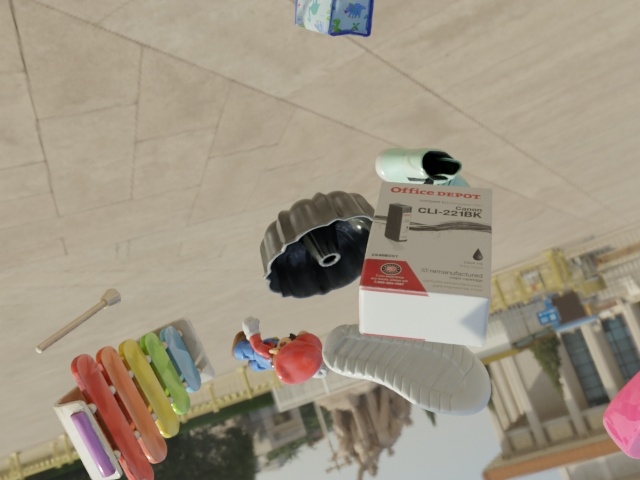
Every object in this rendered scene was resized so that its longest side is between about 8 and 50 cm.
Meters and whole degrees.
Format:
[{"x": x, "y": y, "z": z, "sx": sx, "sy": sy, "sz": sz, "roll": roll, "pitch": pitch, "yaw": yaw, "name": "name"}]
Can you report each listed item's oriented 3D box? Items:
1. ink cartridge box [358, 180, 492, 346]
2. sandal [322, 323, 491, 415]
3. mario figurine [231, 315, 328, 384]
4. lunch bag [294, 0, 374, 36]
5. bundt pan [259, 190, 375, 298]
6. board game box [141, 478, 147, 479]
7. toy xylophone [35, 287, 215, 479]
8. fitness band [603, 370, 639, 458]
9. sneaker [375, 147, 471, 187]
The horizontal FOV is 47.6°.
[{"x": 0.179, "y": 0.028, "z": 1.191, "sx": 0.197, "sy": 0.272, "sz": 0.114, "roll": 5, "pitch": 131, "yaw": 10, "name": "ink cartridge box"}, {"x": 0.200, "y": 0.282, "z": 1.652, "sx": 0.417, "sy": 0.169, "sz": 0.102, "roll": 16, "pitch": 162, "yaw": 33, "name": "sandal"}, {"x": -0.095, "y": 0.285, "z": 1.929, "sx": 0.198, "sy": 0.170, "sz": 0.321, "roll": 2, "pitch": 176, "yaw": -36, "name": "mario figurine"}, {"x": 0.026, "y": -0.406, "z": 1.143, "sx": 0.096, "sy": 0.151, "sz": 0.129, "roll": -9, "pitch": -155, "yaw": -29, "name": "lunch bag"}, {"x": 0.000, "y": 0.000, "z": 1.743, "sx": 0.331, "sy": 0.124, "sz": 0.330, "roll": -19, "pitch": 149, "yaw": -12, "name": "bundt pan"}, {"x": -0.241, "y": 0.462, "z": 0.834, "sx": 0.303, "sy": 0.224, "sz": 0.097, "roll": -39, "pitch": 139, "yaw": -33, "name": "board game box"}, {"x": -0.283, "y": 0.201, "z": 1.061, "sx": 0.081, "sy": 0.236, "sz": 0.322, "roll": -22, "pitch": -163, "yaw": 21, "name": "toy xylophone"}, {"x": 0.423, "y": 0.127, "z": 0.758, "sx": 0.209, "sy": 0.054, "sz": 0.290, "roll": 3, "pitch": 130, "yaw": -39, "name": "fitness band"}, {"x": 0.250, "y": -0.117, "z": 1.463, "sx": 0.256, "sy": 0.094, "sz": 0.151, "roll": 18, "pitch": 174, "yaw": -35, "name": "sneaker"}]
